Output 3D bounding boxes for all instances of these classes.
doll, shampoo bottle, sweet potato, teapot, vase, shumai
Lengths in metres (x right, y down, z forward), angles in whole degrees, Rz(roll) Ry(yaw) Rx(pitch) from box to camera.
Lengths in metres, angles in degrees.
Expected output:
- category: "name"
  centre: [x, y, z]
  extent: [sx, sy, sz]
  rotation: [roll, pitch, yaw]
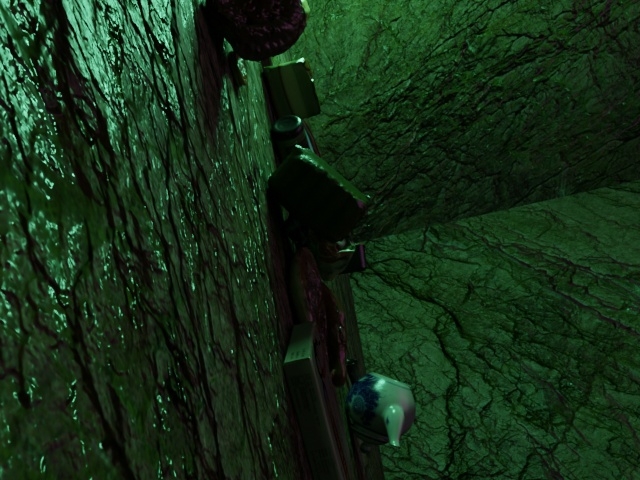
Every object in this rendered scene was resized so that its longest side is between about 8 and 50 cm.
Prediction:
- category: "doll"
  centre: [-0.062, -0.029, 1.542]
  extent: [0.195, 0.070, 0.096]
  rotation: [86, -22, -75]
- category: "shampoo bottle"
  centre: [-0.074, -0.259, 1.792]
  extent: [0.283, 0.101, 0.101]
  rotation: [73, 7, -46]
- category: "sweet potato"
  centre: [0.035, 0.262, 1.701]
  extent: [0.106, 0.095, 0.354]
  rotation: [-2, 71, -43]
- category: "teapot"
  centre: [0.204, 0.630, 2.022]
  extent: [0.280, 0.252, 0.424]
  rotation: [-69, -165, -8]
- category: "vase"
  centre: [0.141, 0.578, 2.322]
  extent: [0.059, 0.059, 0.167]
  rotation: [-77, 153, -79]
- category: "shumai"
  centre: [-0.161, -0.464, 1.225]
  extent: [0.184, 0.218, 0.185]
  rotation: [51, -32, -12]

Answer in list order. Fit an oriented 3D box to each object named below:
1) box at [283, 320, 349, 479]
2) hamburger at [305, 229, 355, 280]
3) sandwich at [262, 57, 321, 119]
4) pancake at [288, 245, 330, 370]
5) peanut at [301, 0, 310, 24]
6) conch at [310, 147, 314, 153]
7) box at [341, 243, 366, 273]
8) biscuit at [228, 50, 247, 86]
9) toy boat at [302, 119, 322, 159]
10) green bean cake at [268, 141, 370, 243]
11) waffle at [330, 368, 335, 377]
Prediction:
- category: "box"
  centre: [-0.002, 0.378, 1.225]
  extent: [0.214, 0.069, 0.353]
  rotation: [-78, 153, -78]
- category: "hamburger"
  centre: [0.000, -0.003, 1.678]
  extent: [0.235, 0.125, 0.214]
  rotation: [59, -35, 13]
- category: "sandwich"
  centre: [-0.105, -0.554, 1.915]
  extent: [0.227, 0.155, 0.198]
  rotation: [71, 6, -49]
- category: "pancake"
  centre: [-0.022, 0.178, 1.497]
  extent: [0.356, 0.065, 0.356]
  rotation: [-8, 90, -84]
- category: "peanut"
  centre: [-0.133, -0.803, 2.004]
  extent: [0.387, 0.192, 0.169]
  rotation: [-86, 155, -72]
- category: "conch"
  centre: [-0.064, -0.270, 1.967]
  extent: [0.173, 0.106, 0.116]
  rotation: [40, 53, -51]
- category: "box"
  centre: [0.055, 0.070, 1.859]
  extent: [0.144, 0.201, 0.090]
  rotation: [39, 43, -84]
- category: "biscuit"
  centre: [-0.190, -0.397, 1.292]
  extent: [0.084, 0.023, 0.084]
  rotation: [-13, 90, -83]
- category: "toy boat"
  centre: [-0.047, -0.258, 2.093]
  extent: [0.079, 0.136, 0.392]
  rotation: [-34, 115, -51]
- category: "green bean cake"
  centre: [-0.003, -0.117, 1.464]
  extent: [0.247, 0.156, 0.250]
  rotation: [40, 12, 0]
- category: "waffle"
  centre: [0.010, 0.364, 1.422]
  extent: [0.078, 0.016, 0.085]
  rotation: [-59, 167, 6]
